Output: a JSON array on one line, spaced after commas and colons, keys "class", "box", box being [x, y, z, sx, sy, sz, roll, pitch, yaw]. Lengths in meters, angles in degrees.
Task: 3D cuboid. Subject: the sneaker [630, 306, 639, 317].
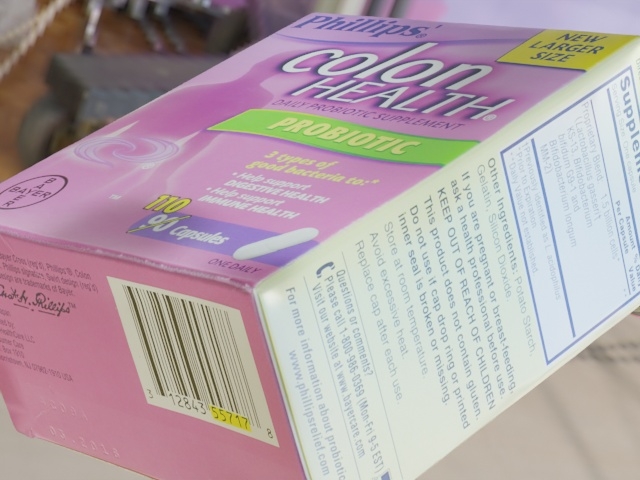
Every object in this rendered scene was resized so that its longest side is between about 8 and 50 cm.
[{"class": "sneaker", "box": [0.164, -0.036, 0.877, 0.074, 0.170, 0.063, -5, 38, -35]}]

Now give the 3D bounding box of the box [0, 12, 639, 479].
[{"class": "box", "box": [0.000, 0.000, 0.821, 0.243, 0.117, 0.213, -32, 28, -35]}]
